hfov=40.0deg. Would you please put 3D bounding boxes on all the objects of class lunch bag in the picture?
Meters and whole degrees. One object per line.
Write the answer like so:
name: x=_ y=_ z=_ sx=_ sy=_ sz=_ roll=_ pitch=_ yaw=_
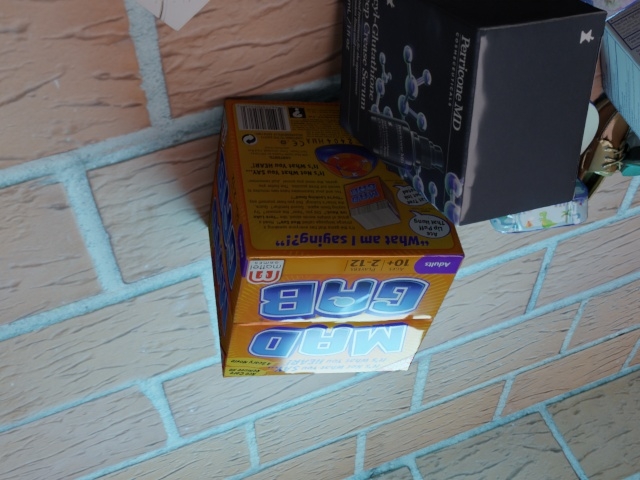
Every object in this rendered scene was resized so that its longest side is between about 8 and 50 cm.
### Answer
lunch bag: x=0.481 y=-0.095 z=1.986 sx=0.219 sy=0.176 sz=0.090 roll=-8 pitch=117 yaw=3

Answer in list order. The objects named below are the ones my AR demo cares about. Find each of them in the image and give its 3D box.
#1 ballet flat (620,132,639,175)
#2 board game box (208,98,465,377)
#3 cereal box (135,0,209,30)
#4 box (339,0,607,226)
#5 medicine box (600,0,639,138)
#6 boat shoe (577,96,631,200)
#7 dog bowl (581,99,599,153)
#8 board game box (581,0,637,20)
ballet flat: x=0.741 y=-0.204 z=2.034 sx=0.095 sy=0.096 sz=0.280 roll=-1 pitch=180 yaw=3
board game box: x=0.000 y=0.000 z=1.586 sx=0.357 sy=0.356 sz=0.356 roll=0 pitch=140 yaw=-14
cereal box: x=-0.223 y=-0.412 z=1.212 sx=0.173 sy=0.047 sz=0.240 roll=-38 pitch=145 yaw=18
box: x=0.206 y=-0.251 z=1.341 sx=0.212 sy=0.395 sz=0.293 roll=-13 pitch=123 yaw=-22
medicine box: x=0.687 y=-0.316 z=1.740 sx=0.149 sy=0.289 sz=0.263 roll=-27 pitch=147 yaw=5
boat shoe: x=0.647 y=-0.200 z=2.027 sx=0.123 sy=0.120 sz=0.324 roll=-7 pitch=142 yaw=-27
dog bowl: x=0.448 y=-0.233 z=1.862 sx=0.265 sy=0.104 sz=0.265 roll=-18 pitch=146 yaw=-12
board game box: x=0.467 y=-0.402 z=1.317 sx=0.318 sy=0.066 sz=0.319 roll=-38 pitch=-176 yaw=-20
